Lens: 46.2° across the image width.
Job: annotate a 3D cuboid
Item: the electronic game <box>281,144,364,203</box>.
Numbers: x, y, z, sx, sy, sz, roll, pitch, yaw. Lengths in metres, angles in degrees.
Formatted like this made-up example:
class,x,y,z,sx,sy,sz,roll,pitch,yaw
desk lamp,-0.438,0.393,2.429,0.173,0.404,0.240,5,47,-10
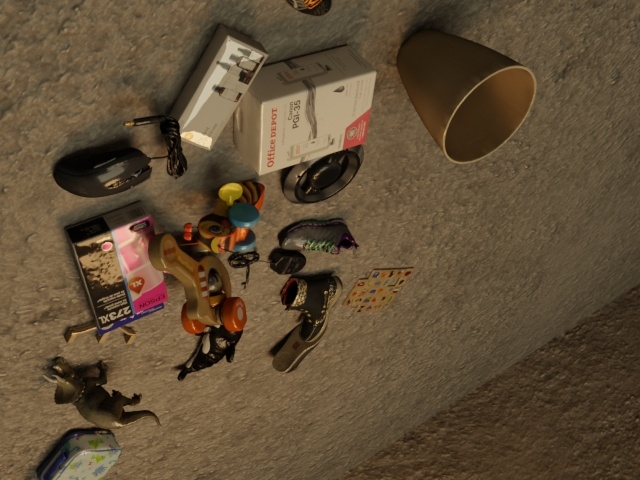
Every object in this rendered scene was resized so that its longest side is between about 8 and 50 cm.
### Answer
class,x,y,z,sx,sy,sz,roll,pitch,yaw
electronic game,0.007,-0.172,1.871,0.229,0.048,0.229,-25,152,-14

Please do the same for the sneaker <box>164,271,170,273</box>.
class,x,y,z,sx,sy,sz,roll,pitch,yaw
sneaker,-0.343,0.057,1.830,0.057,0.047,0.119,-56,145,6

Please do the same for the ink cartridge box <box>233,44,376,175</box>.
class,x,y,z,sx,sy,sz,roll,pitch,yaw
ink cartridge box,-0.036,-0.282,1.636,0.283,0.117,0.207,-21,143,-24

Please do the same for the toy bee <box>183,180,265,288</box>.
class,x,y,z,sx,sy,sz,roll,pitch,yaw
toy bee,-0.217,-0.041,1.679,0.162,0.298,0.195,11,111,-4

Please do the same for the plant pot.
class,x,y,z,sx,sy,sz,roll,pitch,yaw
plant pot,0.301,-0.358,1.718,0.257,0.274,0.256,-25,144,-20

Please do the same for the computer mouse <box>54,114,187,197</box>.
class,x,y,z,sx,sy,sz,roll,pitch,yaw
computer mouse,-0.386,-0.156,1.461,0.262,0.060,0.184,-10,145,-16

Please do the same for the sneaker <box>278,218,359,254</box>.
class,x,y,z,sx,sy,sz,roll,pitch,yaw
sneaker,0.000,0.000,2.024,0.224,0.098,0.083,-13,139,-33

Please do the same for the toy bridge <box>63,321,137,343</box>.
class,x,y,z,sx,sy,sz,roll,pitch,yaw
toy bridge,-0.535,0.226,1.862,0.188,0.026,0.063,8,124,-46

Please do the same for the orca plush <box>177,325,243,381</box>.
class,x,y,z,sx,sy,sz,roll,pitch,yaw
orca plush,-0.293,0.309,2.116,0.287,0.102,0.151,-43,146,7

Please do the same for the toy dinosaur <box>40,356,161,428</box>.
class,x,y,z,sx,sy,sz,roll,pitch,yaw
toy dinosaur,-0.557,0.415,1.907,0.121,0.313,0.160,-46,-175,30

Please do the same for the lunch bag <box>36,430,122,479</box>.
class,x,y,z,sx,sy,sz,roll,pitch,yaw
lunch bag,-0.692,0.638,2.150,0.219,0.090,0.176,-50,146,18

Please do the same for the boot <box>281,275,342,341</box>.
class,x,y,z,sx,sy,sz,roll,pitch,yaw
boot,-0.052,0.202,2.233,0.179,0.085,0.236,4,122,-43

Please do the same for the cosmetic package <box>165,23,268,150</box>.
class,x,y,z,sx,sy,sz,roll,pitch,yaw
cosmetic package,-0.210,-0.299,1.491,0.099,0.060,0.239,18,119,-35

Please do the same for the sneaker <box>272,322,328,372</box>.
class,x,y,z,sx,sy,sz,roll,pitch,yaw
sneaker,-0.062,0.335,2.404,0.222,0.083,0.118,-43,166,-4

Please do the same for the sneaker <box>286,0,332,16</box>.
class,x,y,z,sx,sy,sz,roll,pitch,yaw
sneaker,-0.035,-0.486,1.428,0.084,0.083,0.215,-47,147,10

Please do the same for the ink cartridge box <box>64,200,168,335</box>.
class,x,y,z,sx,sy,sz,roll,pitch,yaw
ink cartridge box,-0.454,0.087,1.723,0.176,0.069,0.370,-23,142,-22

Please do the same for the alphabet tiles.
class,x,y,z,sx,sy,sz,roll,pitch,yaw
alphabet tiles,0.183,0.167,2.475,0.237,0.009,0.198,0,131,-42

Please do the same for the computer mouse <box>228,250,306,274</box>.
class,x,y,z,sx,sy,sz,roll,pitch,yaw
computer mouse,-0.142,0.051,2.019,0.242,0.041,0.071,6,129,-38

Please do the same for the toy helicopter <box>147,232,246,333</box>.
class,x,y,z,sx,sy,sz,roll,pitch,yaw
toy helicopter,-0.292,0.065,1.748,0.140,0.234,0.355,-5,154,18
